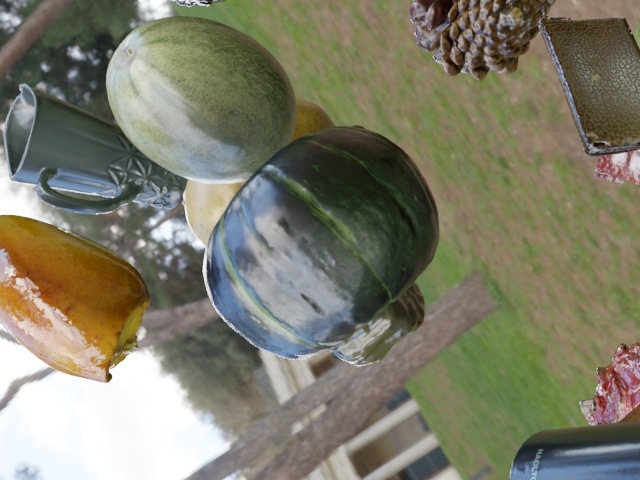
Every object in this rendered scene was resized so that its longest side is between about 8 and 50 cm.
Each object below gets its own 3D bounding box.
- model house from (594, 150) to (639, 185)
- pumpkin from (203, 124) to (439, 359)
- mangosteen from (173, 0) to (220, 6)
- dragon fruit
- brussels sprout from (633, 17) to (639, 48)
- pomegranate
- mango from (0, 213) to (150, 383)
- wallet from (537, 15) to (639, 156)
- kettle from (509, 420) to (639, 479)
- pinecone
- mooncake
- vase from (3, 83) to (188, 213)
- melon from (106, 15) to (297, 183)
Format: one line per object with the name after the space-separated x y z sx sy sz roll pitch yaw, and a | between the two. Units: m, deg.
0.651 -0.239 1.830 0.160 0.196 0.254 32 138 35 | model house
0.000 0.000 1.241 0.241 0.323 0.323 45 -176 -2 | pumpkin
-0.231 -0.605 1.835 0.297 0.313 0.297 28 -177 -1 | mangosteen
0.682 0.339 2.207 0.152 0.205 0.317 54 169 24 | dragon fruit
0.657 -0.235 1.465 0.425 0.342 0.361 6 -99 -71 | brussels sprout
-0.120 -0.136 2.134 0.416 0.417 0.416 56 -177 -5 | pomegranate
-0.403 0.063 1.444 0.350 0.201 0.199 34 154 21 | mango
0.385 -0.212 1.295 0.039 0.133 0.243 93 170 -54 | wallet
0.435 0.376 1.384 0.203 0.262 0.308 56 144 -4 | kettle
0.278 -0.423 1.711 0.264 0.264 0.264 56 -177 -5 | pinecone
0.066 0.090 1.840 0.290 0.161 0.290 44 -159 -22 | mooncake
-0.377 -0.132 1.626 0.301 0.156 0.251 16 -138 -26 | vase
-0.182 -0.219 1.512 0.329 0.248 0.248 24 -153 -47 | melon
